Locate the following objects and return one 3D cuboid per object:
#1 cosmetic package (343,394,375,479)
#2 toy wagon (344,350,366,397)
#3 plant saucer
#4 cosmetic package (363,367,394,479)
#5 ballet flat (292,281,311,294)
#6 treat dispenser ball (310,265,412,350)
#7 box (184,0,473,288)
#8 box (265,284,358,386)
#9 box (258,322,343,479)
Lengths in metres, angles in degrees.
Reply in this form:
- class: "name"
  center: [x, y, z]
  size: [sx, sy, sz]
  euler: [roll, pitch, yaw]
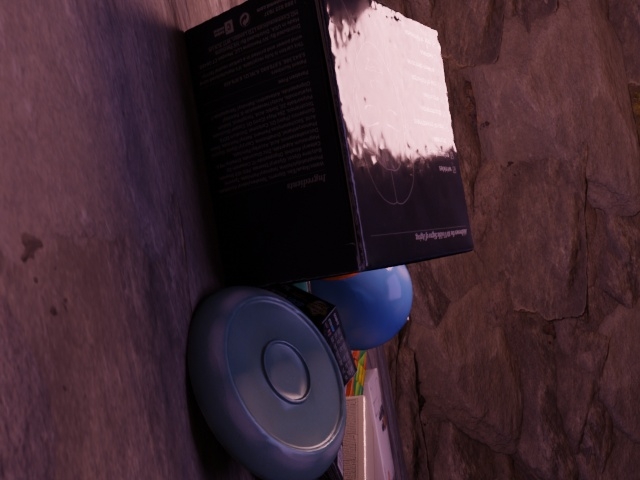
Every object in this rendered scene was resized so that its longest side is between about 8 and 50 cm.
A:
- class: "cosmetic package"
  center: [0.029, 0.473, 1.405]
  size: [0.309, 0.160, 0.113]
  euler: [-84, 162, -57]
- class: "toy wagon"
  center: [0.077, 0.375, 1.903]
  size: [0.267, 0.068, 0.345]
  euler: [59, 40, -67]
- class: "plant saucer"
  center: [-0.061, 0.203, 1.029]
  size: [0.317, 0.043, 0.318]
  euler: [36, 35, -31]
- class: "cosmetic package"
  center: [0.165, 0.639, 2.277]
  size: [0.284, 0.097, 0.378]
  euler: [-2, 82, -78]
- class: "ballet flat"
  center: [-0.044, 0.158, 1.621]
  size: [0.070, 0.070, 0.189]
  euler: [54, 31, -70]
- class: "treat dispenser ball"
  center: [0.091, 0.136, 1.742]
  size: [0.288, 0.288, 0.288]
  euler: [-10, 90, -81]
- class: "box"
  center: [0.041, -0.172, 1.292]
  size: [0.479, 0.297, 0.472]
  euler: [-5, 83, -57]
- class: "box"
  center: [-0.026, 0.181, 1.368]
  size: [0.051, 0.175, 0.220]
  euler: [-47, 140, -26]
- class: "box"
  center: [-0.043, 0.298, 1.207]
  size: [0.163, 0.142, 0.247]
  euler: [73, 13, -44]
